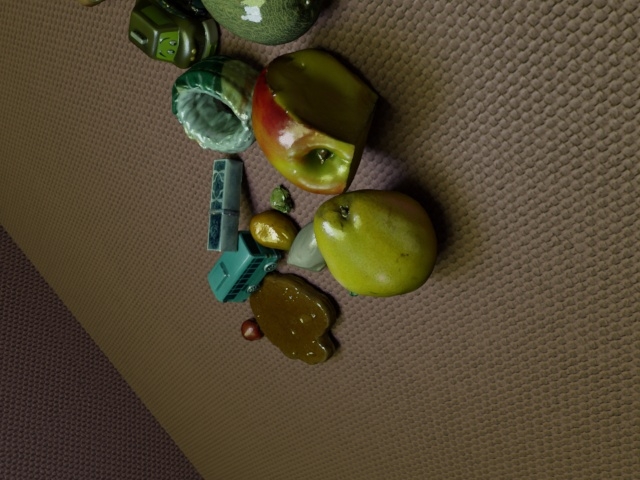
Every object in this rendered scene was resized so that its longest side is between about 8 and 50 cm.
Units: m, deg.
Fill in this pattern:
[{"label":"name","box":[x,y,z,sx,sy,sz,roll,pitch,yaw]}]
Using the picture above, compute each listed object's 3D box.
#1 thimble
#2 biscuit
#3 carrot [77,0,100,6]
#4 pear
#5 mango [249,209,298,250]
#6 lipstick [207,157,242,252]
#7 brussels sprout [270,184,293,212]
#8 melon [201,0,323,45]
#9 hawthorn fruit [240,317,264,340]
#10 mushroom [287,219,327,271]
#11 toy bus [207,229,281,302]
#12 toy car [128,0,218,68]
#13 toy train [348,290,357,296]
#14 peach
[{"label":"thimble","box":[-0.263,-0.376,1.809,0.288,0.167,0.254,6,133,32]},{"label":"biscuit","box":[-0.085,0.253,2.175,0.381,0.074,0.358,-12,108,45]},{"label":"carrot","box":[-0.627,-0.782,1.911,0.302,0.139,0.138,1,118,44]},{"label":"pear","box":[0.133,0.008,1.613,0.285,0.337,0.284,-3,86,50]},{"label":"mango","box":[-0.142,-0.033,2.010,0.165,0.089,0.115,11,95,26]},{"label":"lipstick","box":[-0.295,-0.110,2.018,0.078,0.076,0.289,2,86,44]},{"label":"brussels sprout","box":[-0.121,-0.115,1.966,0.085,0.058,0.085,21,144,16]},{"label":"melon","box":[-0.141,-0.585,1.506,0.329,0.249,0.248,30,135,31]},{"label":"hawthorn fruit","box":[-0.242,0.323,2.368,0.093,0.093,0.093,24,131,30]},{"label":"mushroom","box":[0.000,0.000,1.885,0.128,0.128,0.350,48,135,6]},{"label":"toy bus","box":[-0.256,0.087,2.113,0.256,0.147,0.128,-51,55,33]},{"label":"toy car","box":[-0.432,-0.582,1.816,0.248,0.198,0.204,40,136,12]},{"label":"toy train","box":[0.100,0.090,1.889,0.038,0.071,0.147,13,126,37]},{"label":"peach","box":[-0.023,-0.286,1.571,0.307,0.380,0.242,21,135,-4]}]
